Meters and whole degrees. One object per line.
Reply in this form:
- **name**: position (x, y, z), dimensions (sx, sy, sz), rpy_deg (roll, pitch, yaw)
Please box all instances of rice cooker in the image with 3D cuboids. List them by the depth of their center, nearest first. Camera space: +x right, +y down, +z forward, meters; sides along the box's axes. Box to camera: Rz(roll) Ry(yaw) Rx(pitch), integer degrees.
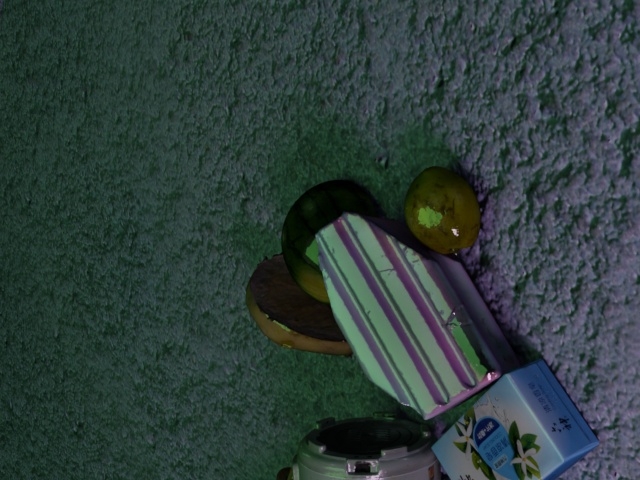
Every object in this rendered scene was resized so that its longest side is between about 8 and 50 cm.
- **rice cooker**: position (0.077, 0.408, 1.727), dimensions (0.280, 0.241, 0.227), rpy_deg (-74, -18, -80)

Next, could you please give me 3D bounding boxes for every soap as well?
- **soap**: position (0.126, 0.097, 1.607), dimensions (0.193, 0.109, 0.324), rpy_deg (-37, 76, 28)

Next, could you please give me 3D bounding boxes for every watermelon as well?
- **watermelon**: position (0.005, 0.004, 1.794), dimensions (0.204, 0.127, 0.232), rpy_deg (-53, 57, 39)

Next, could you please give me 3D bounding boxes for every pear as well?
- **pear**: position (0.175, -0.041, 1.568), dimensions (0.107, 0.107, 0.131), rpy_deg (-36, 63, 52)

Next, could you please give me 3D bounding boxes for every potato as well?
- **potato**: position (-0.050, 0.138, 1.905), dimensions (0.243, 0.138, 0.098), rpy_deg (50, 141, 37)

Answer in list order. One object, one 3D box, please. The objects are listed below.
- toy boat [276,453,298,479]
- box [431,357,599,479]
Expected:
- **toy boat**: position (-0.056, 0.484, 2.079), dimensions (0.088, 0.068, 0.226), rpy_deg (50, 137, 41)
- **box**: position (0.272, 0.292, 1.557), dimensions (0.142, 0.083, 0.232), rpy_deg (58, 139, 22)
